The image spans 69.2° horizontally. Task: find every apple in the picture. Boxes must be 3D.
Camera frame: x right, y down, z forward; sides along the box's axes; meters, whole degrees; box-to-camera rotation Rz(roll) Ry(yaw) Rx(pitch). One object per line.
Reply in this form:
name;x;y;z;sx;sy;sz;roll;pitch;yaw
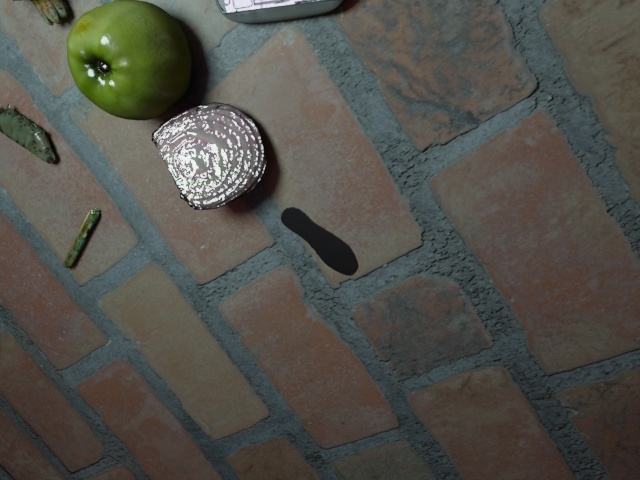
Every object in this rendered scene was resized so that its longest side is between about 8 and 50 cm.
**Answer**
apple;-0.434;-0.409;1.073;0.279;0.279;0.279;6;113;14

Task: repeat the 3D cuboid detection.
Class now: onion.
onion;-0.262;-0.216;1.180;0.247;0.111;0.250;-27;92;1

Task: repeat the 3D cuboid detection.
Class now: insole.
insole;0.000;0.000;1.241;0.253;0.005;0.086;41;115;-3

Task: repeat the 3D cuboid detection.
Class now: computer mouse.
computer mouse;-0.085;-0.563;1.000;0.310;0.072;0.158;0;110;16

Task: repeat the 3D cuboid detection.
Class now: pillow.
pillow;-0.854;-0.318;1.328;0.241;0.051;0.093;36;121;1

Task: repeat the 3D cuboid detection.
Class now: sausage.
sausage;-0.741;-0.003;1.434;0.032;0.033;0.269;39;116;-2

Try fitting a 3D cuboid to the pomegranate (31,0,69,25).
pomegranate;-0.695;-0.633;1.088;0.202;0.202;0.248;-9;135;19
